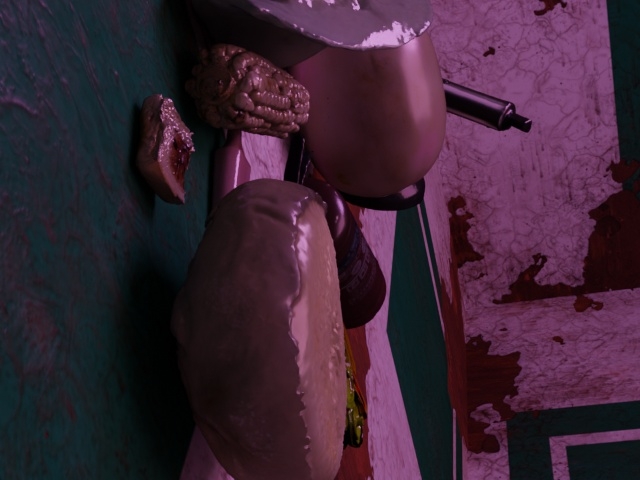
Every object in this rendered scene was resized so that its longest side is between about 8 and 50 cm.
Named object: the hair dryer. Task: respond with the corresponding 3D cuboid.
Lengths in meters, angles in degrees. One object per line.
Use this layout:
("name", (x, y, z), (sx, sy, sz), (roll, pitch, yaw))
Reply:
("hair dryer", (0.156, -0.166, 1.630), (0.284, 0.156, 0.320), (48, -43, 40))

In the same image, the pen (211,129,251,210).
("pen", (-0.096, -0.045, 1.108), (0.053, 0.032, 0.197), (61, 27, -56))

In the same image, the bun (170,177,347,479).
("bun", (-0.055, 0.092, 0.936), (0.287, 0.146, 0.287), (-5, 90, -80))

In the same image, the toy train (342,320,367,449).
("toy train", (-0.015, 0.129, 1.208), (0.296, 0.101, 0.160), (70, 15, -46))

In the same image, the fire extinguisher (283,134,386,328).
("fire extinguisher", (0.000, 0.000, 1.315), (0.337, 0.114, 0.135), (57, 44, -64))

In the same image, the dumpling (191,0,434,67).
("dumpling", (-0.033, -0.297, 1.196), (0.270, 0.212, 0.320), (30, 56, -27))

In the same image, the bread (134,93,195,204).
("bread", (-0.137, -0.080, 0.924), (0.070, 0.035, 0.083), (64, 24, -53))

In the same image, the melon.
("melon", (0.065, -0.211, 1.510), (0.223, 0.223, 0.316), (-62, 141, -70))

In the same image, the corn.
("corn", (-0.065, -0.150, 1.120), (0.211, 0.087, 0.087), (9, 73, -66))
